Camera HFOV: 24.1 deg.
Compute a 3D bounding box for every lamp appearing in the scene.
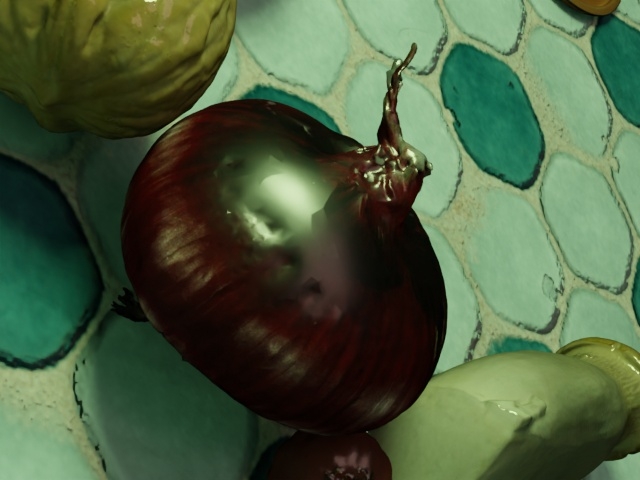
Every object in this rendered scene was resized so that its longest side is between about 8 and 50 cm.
[{"bbox_3d":[0.007,0.189,1.156,0.101,0.090,0.101,-2,96,-18],"label":"lamp"}]

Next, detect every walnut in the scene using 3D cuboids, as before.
[{"bbox_3d":[-0.159,-0.170,1.089,0.213,0.213,0.213,25,53,-38],"label":"walnut"}]

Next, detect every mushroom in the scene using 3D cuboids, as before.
[{"bbox_3d":[0.177,0.161,1.319,0.137,0.154,0.407,31,25,28],"label":"mushroom"}]

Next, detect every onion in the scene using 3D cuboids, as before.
[{"bbox_3d":[0.000,0.000,1.093,0.273,0.285,0.273,40,22,-20],"label":"onion"}]

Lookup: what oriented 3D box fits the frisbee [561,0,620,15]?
[{"bbox_3d":[0.298,-0.390,1.853,0.251,0.021,0.251,26,52,-38],"label":"frisbee"}]
